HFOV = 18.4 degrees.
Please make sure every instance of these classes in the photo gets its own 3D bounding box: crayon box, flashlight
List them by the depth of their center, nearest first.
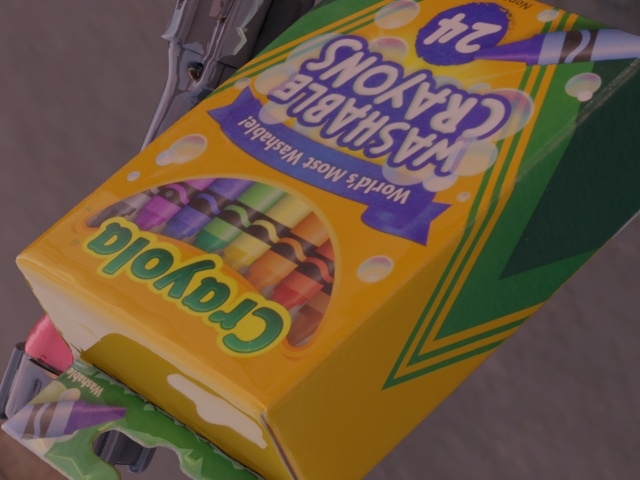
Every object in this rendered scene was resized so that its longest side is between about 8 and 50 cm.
[{"bbox_3d":[0.000,0.000,0.964,0.203,0.323,0.083,27,152,44],"label":"crayon box"},{"bbox_3d":[-0.094,-0.018,1.166,0.103,0.304,0.103,24,-176,34],"label":"flashlight"}]
